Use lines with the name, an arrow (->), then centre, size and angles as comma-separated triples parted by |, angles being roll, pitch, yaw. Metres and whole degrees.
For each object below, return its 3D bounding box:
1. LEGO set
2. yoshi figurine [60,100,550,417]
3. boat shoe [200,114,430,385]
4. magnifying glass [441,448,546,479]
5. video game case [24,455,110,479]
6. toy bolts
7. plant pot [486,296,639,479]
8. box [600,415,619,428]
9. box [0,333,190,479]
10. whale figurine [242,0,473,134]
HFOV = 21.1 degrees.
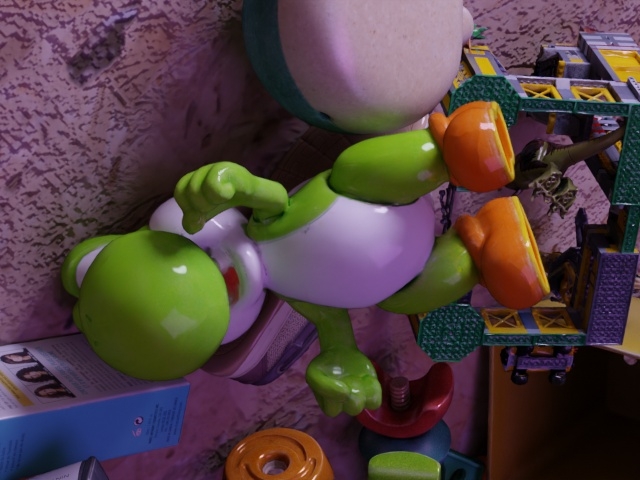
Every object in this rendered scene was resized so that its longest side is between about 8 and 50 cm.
LEGO set -> 0.181, -0.056, 1.544 | 0.255, 0.192, 0.331 | -6, 119, -6
yoshi figurine -> -0.026, 0.023, 1.259 | 0.362, 0.203, 0.203 | -14, 158, 11
boat shoe -> 0.000, 0.000, 1.435 | 0.285, 0.103, 0.092 | -55, 145, 0
magnifying glass -> 0.144, 0.239, 1.756 | 0.231, 0.026, 0.092 | -6, 118, -40
video game case -> -0.224, 0.312, 1.315 | 0.248, 0.035, 0.275 | -19, 116, 12
toy bolts -> 0.038, 0.233, 1.571 | 0.228, 0.218, 0.158 | -64, 154, -47
plant pot -> 0.308, 0.162, 1.723 | 0.187, 0.212, 0.212 | -27, 124, -46
box -> 0.377, 0.292, 1.921 | 0.149, 0.127, 0.232 | -17, 125, -34
box -> -0.228, 0.129, 1.303 | 0.244, 0.100, 0.060 | -7, 120, -38
whale figurine -> 0.032, -0.213, 1.331 | 0.216, 0.141, 0.272 | 33, 66, -40
